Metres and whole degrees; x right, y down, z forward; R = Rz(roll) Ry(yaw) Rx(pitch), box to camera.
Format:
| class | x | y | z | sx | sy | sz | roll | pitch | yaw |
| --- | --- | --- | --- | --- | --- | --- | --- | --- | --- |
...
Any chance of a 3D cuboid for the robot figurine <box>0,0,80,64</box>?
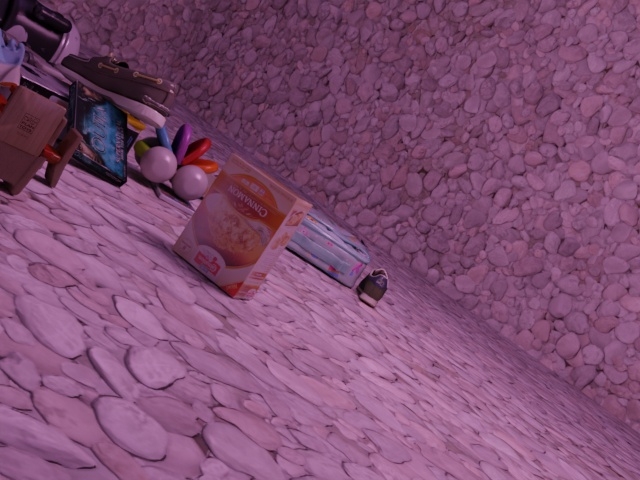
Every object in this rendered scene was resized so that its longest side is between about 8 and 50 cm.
| class | x | y | z | sx | sy | sz | roll | pitch | yaw |
| --- | --- | --- | --- | --- | --- | --- | --- | --- | --- |
| robot figurine | -0.770 | -0.553 | 2.210 | 0.278 | 0.173 | 0.209 | 27 | 11 | -42 |

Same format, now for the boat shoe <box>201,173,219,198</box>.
| class | x | y | z | sx | sy | sz | roll | pitch | yaw |
| --- | --- | --- | --- | --- | --- | --- | --- | --- | --- |
| boat shoe | -0.282 | -0.129 | 2.037 | 0.065 | 0.075 | 0.206 | -9 | 2 | 15 |

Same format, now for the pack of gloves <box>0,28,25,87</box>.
| class | x | y | z | sx | sy | sz | roll | pitch | yaw |
| --- | --- | --- | --- | --- | --- | --- | --- | --- | --- |
| pack of gloves | -0.625 | -0.342 | 1.474 | 0.195 | 0.046 | 0.232 | 6 | 29 | -19 |

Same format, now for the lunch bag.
| class | x | y | z | sx | sy | sz | roll | pitch | yaw |
| --- | --- | --- | --- | --- | --- | --- | --- | --- | --- |
| lunch bag | 0.000 | 0.000 | 2.129 | 0.279 | 0.108 | 0.224 | 32 | 6 | -9 |

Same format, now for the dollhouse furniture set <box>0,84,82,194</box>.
| class | x | y | z | sx | sy | sz | roll | pitch | yaw |
| --- | --- | --- | --- | --- | --- | --- | --- | --- | --- |
| dollhouse furniture set | -0.450 | -0.179 | 1.163 | 0.262 | 0.135 | 0.259 | 27 | 9 | -42 |

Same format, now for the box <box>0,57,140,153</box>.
| class | x | y | z | sx | sy | sz | roll | pitch | yaw |
| --- | --- | --- | --- | --- | --- | --- | --- | --- | --- |
| box | -0.519 | -0.260 | 1.646 | 0.169 | 0.087 | 0.290 | 39 | 8 | 39 |

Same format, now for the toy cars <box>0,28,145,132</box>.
| class | x | y | z | sx | sy | sz | roll | pitch | yaw |
| --- | --- | --- | --- | --- | --- | --- | --- | --- | --- |
| toy cars | -0.583 | -0.338 | 1.884 | 0.394 | 0.087 | 0.176 | 32 | 6 | -23 |

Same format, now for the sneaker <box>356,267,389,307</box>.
| class | x | y | z | sx | sy | sz | roll | pitch | yaw |
| --- | --- | --- | --- | --- | --- | --- | --- | --- | --- |
| sneaker | 0.139 | 0.109 | 2.092 | 0.064 | 0.086 | 0.192 | 33 | 6 | -1 |

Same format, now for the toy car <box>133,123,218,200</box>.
| class | x | y | z | sx | sy | sz | roll | pitch | yaw |
| --- | --- | --- | --- | --- | --- | --- | --- | --- | --- |
| toy car | -0.299 | -0.177 | 1.767 | 0.182 | 0.136 | 0.159 | 31 | 7 | -24 |

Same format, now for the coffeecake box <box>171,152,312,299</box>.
| class | x | y | z | sx | sy | sz | roll | pitch | yaw |
| --- | --- | --- | --- | --- | --- | --- | --- | --- | --- |
| coffeecake box | -0.126 | -0.021 | 1.337 | 0.142 | 0.185 | 0.068 | 35 | 7 | 22 |

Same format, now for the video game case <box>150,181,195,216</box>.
| class | x | y | z | sx | sy | sz | roll | pitch | yaw |
| --- | --- | --- | --- | --- | --- | --- | --- | --- | --- |
| video game case | -0.307 | -0.090 | 1.747 | 0.087 | 0.011 | 0.122 | 30 | 7 | -27 |

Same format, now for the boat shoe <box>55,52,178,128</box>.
| class | x | y | z | sx | sy | sz | roll | pitch | yaw |
| --- | --- | --- | --- | --- | --- | --- | --- | --- | --- |
| boat shoe | -0.406 | -0.317 | 1.674 | 0.305 | 0.091 | 0.109 | 27 | -5 | 29 |

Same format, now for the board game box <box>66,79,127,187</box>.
| class | x | y | z | sx | sy | sz | roll | pitch | yaw |
| --- | --- | --- | --- | --- | --- | --- | --- | --- | --- |
| board game box | -0.413 | -0.199 | 1.554 | 0.126 | 0.026 | 0.186 | 35 | 33 | -42 |
